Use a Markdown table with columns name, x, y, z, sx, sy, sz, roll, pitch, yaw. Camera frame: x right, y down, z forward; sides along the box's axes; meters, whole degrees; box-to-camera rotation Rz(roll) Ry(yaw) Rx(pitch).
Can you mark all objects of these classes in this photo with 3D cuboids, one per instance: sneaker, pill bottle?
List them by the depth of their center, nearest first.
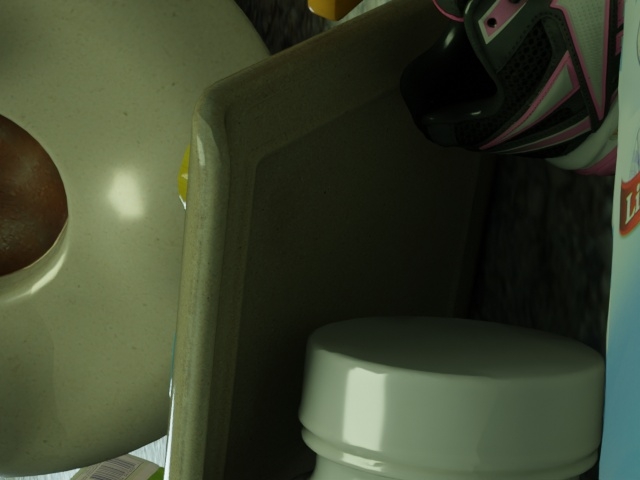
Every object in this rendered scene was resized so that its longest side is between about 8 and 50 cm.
| name | x | y | z | sx | sy | sz | roll | pitch | yaw |
| --- | --- | --- | --- | --- | --- | --- | --- | --- | --- |
| sneaker | 0.070 | -0.079 | 0.496 | 0.178 | 0.077 | 0.072 | 105 | 155 | -45 |
| pill bottle | 0.034 | 0.140 | 0.567 | 0.124 | 0.124 | 0.221 | -152 | 65 | -72 |

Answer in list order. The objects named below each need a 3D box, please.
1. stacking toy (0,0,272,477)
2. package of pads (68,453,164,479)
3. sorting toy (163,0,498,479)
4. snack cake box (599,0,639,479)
| name | x | y | z | sx | sy | sz | roll | pitch | yaw |
| --- | --- | --- | --- | --- | --- | --- | --- | --- | --- |
| stacking toy | -0.168 | -0.126 | 1.074 | 0.480 | 0.351 | 0.350 | -83 | 0 | -58 |
| package of pads | -0.176 | 0.308 | 1.177 | 0.229 | 0.101 | 0.296 | -48 | -26 | -47 |
| sorting toy | 0.000 | 0.000 | 0.603 | 0.047 | 0.196 | 0.347 | 24 | 125 | 25 |
| snack cake box | 0.126 | -0.023 | 0.233 | 0.264 | 0.089 | 0.152 | 123 | 154 | -63 |
